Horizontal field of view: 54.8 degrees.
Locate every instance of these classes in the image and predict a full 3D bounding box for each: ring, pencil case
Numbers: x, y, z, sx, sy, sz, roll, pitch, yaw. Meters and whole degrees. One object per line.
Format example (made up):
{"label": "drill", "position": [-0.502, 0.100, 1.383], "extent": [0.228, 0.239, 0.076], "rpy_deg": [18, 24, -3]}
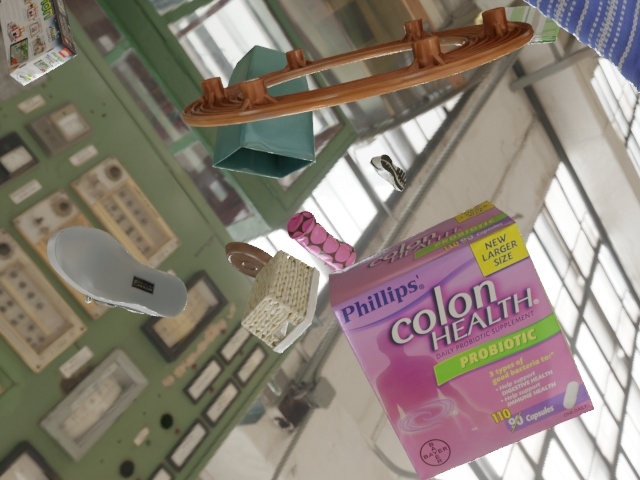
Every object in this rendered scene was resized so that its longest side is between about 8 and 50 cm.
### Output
{"label": "ring", "position": [0.027, -0.173, 0.592], "extent": [0.336, 0.032, 0.336], "rpy_deg": [-13, -160, 5]}
{"label": "pencil case", "position": [0.000, 0.000, 1.561], "extent": [0.095, 0.209, 0.098], "rpy_deg": [-28, -130, 18]}

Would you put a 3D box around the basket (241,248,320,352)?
{"label": "basket", "position": [-0.077, 0.114, 1.212], "extent": [0.113, 0.103, 0.167], "rpy_deg": [-48, -163, 30]}

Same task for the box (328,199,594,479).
{"label": "box", "position": [0.157, 0.114, 0.717], "extent": [0.213, 0.243, 0.117], "rpy_deg": [-25, -167, 6]}

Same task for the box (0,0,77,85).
{"label": "box", "position": [-0.502, -0.382, 1.086], "extent": [0.114, 0.207, 0.036], "rpy_deg": [-25, 154, 8]}

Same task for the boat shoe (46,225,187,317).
{"label": "boat shoe", "position": [-0.373, 0.063, 1.102], "extent": [0.105, 0.306, 0.113], "rpy_deg": [-5, -110, 29]}

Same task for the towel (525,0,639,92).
{"label": "towel", "position": [0.246, -0.321, 0.637], "extent": [0.040, 0.243, 0.336], "rpy_deg": [-30, -128, -2]}

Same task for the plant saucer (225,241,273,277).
{"label": "plant saucer", "position": [-0.196, 0.062, 1.739], "extent": [0.168, 0.168, 0.029], "rpy_deg": [-16, -137, 47]}

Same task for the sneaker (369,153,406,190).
{"label": "sneaker", "position": [0.147, -0.148, 1.333], "extent": [0.043, 0.109, 0.040], "rpy_deg": [6, -123, 47]}

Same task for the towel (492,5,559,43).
{"label": "towel", "position": [0.428, -0.459, 1.304], "extent": [0.152, 0.023, 0.113], "rpy_deg": [6, -118, 30]}

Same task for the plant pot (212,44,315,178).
{"label": "plant pot", "position": [-0.114, -0.271, 1.298], "extent": [0.165, 0.165, 0.234], "rpy_deg": [-14, -109, 59]}
